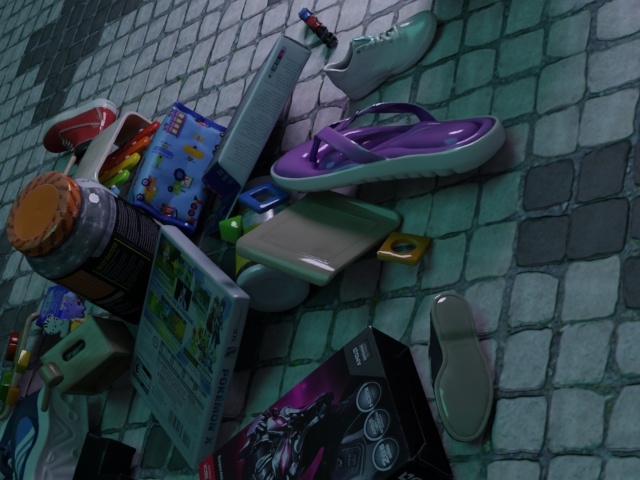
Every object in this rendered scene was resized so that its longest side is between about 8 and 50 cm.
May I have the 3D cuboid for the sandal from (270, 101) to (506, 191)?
[{"bbox_3d":[0.091,-0.161,1.620,0.416,0.102,0.169,-4,29,38],"label":"sandal"}]

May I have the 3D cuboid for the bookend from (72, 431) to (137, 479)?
[{"bbox_3d":[-0.347,0.405,1.805,0.156,0.072,0.157,-14,53,43],"label":"bookend"}]

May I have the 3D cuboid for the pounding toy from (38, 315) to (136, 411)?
[{"bbox_3d":[-0.448,0.218,1.911,0.181,0.206,0.094,-38,72,7],"label":"pounding toy"}]

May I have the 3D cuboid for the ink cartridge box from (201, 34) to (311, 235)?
[{"bbox_3d":[-0.139,-0.174,1.876,0.330,0.071,0.324,-62,9,-8],"label":"ink cartridge box"}]

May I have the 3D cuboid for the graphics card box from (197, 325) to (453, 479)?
[{"bbox_3d":[-0.008,0.315,1.447,0.371,0.094,0.233,-40,39,23],"label":"graphics card box"}]

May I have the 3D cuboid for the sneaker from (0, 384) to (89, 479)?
[{"bbox_3d":[-0.524,0.432,1.968,0.236,0.130,0.323,-41,41,36],"label":"sneaker"}]

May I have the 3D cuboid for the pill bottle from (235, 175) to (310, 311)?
[{"bbox_3d":[-0.080,0.002,1.743,0.119,0.119,0.208,-34,42,30],"label":"pill bottle"}]

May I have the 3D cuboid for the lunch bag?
[{"bbox_3d":[-0.323,-0.126,2.137,0.293,0.138,0.221,-10,56,61],"label":"lunch bag"}]

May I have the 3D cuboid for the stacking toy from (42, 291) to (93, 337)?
[{"bbox_3d":[-0.477,0.087,2.095,0.167,0.052,0.221,41,-119,-85],"label":"stacking toy"}]

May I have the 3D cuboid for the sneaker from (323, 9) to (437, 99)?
[{"bbox_3d":[0.098,-0.322,1.791,0.212,0.094,0.080,-36,39,28],"label":"sneaker"}]

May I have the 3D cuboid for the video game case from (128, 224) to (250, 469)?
[{"bbox_3d":[-0.227,0.168,1.778,0.329,0.036,0.300,37,117,55],"label":"video game case"}]

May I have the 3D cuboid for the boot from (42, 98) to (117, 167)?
[{"bbox_3d":[-0.594,-0.222,2.561,0.244,0.088,0.176,-20,51,36],"label":"boot"}]

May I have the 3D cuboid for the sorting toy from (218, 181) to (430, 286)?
[{"bbox_3d":[0.000,0.000,1.614,0.347,0.047,0.196,19,41,34],"label":"sorting toy"}]

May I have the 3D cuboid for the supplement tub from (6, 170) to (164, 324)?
[{"bbox_3d":[-0.394,0.013,1.921,0.193,0.316,0.194,-18,55,28],"label":"supplement tub"}]

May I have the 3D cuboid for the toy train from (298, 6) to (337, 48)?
[{"bbox_3d":[-0.010,-0.408,2.033,0.027,0.036,0.158,-50,36,12],"label":"toy train"}]

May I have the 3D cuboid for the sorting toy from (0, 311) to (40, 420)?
[{"bbox_3d":[-0.623,0.253,2.165,0.307,0.041,0.229,159,128,-70],"label":"sorting toy"}]

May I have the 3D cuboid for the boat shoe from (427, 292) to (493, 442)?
[{"bbox_3d":[0.176,0.170,1.379,0.065,0.075,0.206,96,172,-57],"label":"boat shoe"}]

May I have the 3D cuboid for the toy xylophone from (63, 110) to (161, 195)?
[{"bbox_3d":[-0.474,-0.149,2.297,0.236,0.081,0.323,-25,32,40],"label":"toy xylophone"}]

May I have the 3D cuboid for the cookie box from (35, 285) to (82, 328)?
[{"bbox_3d":[-0.552,0.142,2.273,0.107,0.040,0.092,-11,58,47],"label":"cookie box"}]
